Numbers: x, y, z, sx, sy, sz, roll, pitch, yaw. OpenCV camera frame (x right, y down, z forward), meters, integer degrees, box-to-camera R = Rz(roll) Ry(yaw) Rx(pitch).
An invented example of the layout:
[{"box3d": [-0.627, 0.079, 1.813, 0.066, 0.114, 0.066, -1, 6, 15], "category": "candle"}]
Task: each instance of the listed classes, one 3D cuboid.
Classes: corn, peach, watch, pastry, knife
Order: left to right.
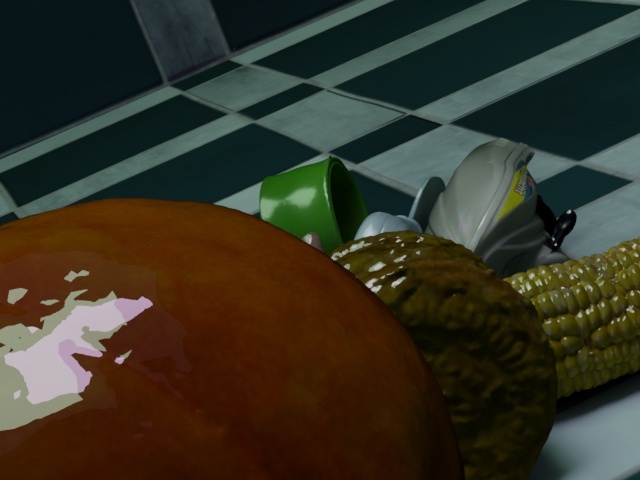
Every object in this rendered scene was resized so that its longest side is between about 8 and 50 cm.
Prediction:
[{"box3d": [-0.078, 0.149, 0.830, 0.302, 0.342, 0.343, 20, 38, 29], "category": "peach"}, {"box3d": [0.000, 0.000, 1.505, 0.131, 0.152, 0.165, -18, 18, 18], "category": "watch"}, {"box3d": [0.059, 0.092, 1.076, 0.189, 0.188, 0.103, -23, 14, -4], "category": "pastry"}, {"box3d": [0.083, -0.016, 1.461, 0.044, 0.080, 0.331, 16, 14, 12], "category": "knife"}, {"box3d": [0.252, 0.029, 1.175, 0.292, 0.101, 0.101, -22, 16, -8], "category": "corn"}]

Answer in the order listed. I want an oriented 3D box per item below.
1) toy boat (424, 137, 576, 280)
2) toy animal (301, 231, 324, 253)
[{"box3d": [0.150, -0.002, 1.379, 0.141, 0.140, 0.269, -21, 16, 4], "category": "toy boat"}, {"box3d": [-0.041, 0.082, 1.284, 0.166, 0.154, 0.250, -3, 9, 1], "category": "toy animal"}]
